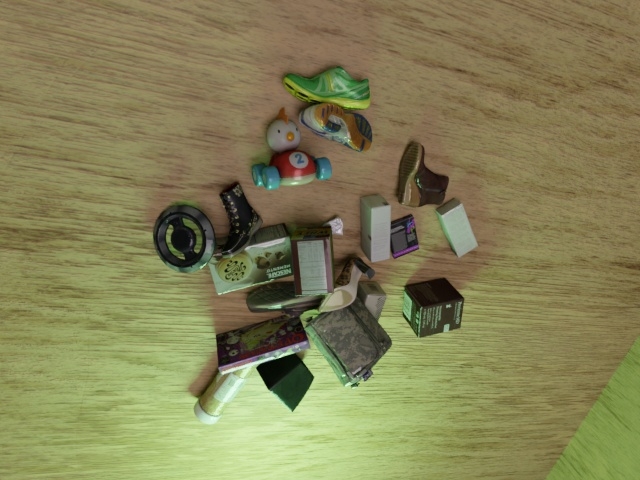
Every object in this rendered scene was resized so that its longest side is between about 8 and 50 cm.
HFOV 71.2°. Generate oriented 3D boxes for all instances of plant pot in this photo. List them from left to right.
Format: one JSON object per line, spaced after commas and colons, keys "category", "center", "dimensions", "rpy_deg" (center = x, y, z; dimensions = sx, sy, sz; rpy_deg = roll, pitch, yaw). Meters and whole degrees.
{"category": "plant pot", "center": [-0.141, 0.566, 1.889], "dimensions": [0.167, 0.187, 0.188], "rpy_deg": [-42, 122, -8]}

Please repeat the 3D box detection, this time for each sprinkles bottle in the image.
{"category": "sprinkles bottle", "center": [-0.386, 0.594, 1.852], "dimensions": [0.121, 0.121, 0.356], "rpy_deg": [29, 105, -28]}

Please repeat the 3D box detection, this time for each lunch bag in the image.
{"category": "lunch bag", "center": [0.096, 0.388, 1.727], "dimensions": [0.212, 0.305, 0.256], "rpy_deg": [-45, 167, 34]}

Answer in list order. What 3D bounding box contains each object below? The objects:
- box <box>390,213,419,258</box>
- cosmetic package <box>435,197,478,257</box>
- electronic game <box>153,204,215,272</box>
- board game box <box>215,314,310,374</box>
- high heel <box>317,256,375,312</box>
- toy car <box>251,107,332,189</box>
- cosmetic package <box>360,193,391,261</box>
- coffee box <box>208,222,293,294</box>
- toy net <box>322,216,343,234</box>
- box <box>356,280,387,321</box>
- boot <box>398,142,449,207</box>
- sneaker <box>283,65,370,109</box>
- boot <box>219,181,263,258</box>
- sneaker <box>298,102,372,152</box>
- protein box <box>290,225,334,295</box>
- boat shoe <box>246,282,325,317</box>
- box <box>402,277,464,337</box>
{"category": "box", "center": [0.332, -0.015, 1.807], "dimensions": [0.115, 0.029, 0.162], "rpy_deg": [-21, 122, -7]}
{"category": "cosmetic package", "center": [0.561, -0.050, 1.840], "dimensions": [0.098, 0.060, 0.239], "rpy_deg": [-30, 122, 2]}
{"category": "electronic game", "center": [-0.458, -0.005, 1.501], "dimensions": [0.229, 0.048, 0.230], "rpy_deg": [2, 98, 13]}
{"category": "board game box", "center": [-0.229, 0.394, 1.745], "dimensions": [0.346, 0.208, 0.056], "rpy_deg": [-15, 121, -10]}
{"category": "high heel", "center": [0.076, 0.169, 1.717], "dimensions": [0.261, 0.186, 0.093], "rpy_deg": [-38, 111, -5]}
{"category": "toy car", "center": [-0.106, -0.302, 1.433], "dimensions": [0.219, 0.210, 0.238], "rpy_deg": [-14, 108, -22]}
{"category": "cosmetic package", "center": [0.208, -0.046, 1.701], "dimensions": [0.085, 0.117, 0.231], "rpy_deg": [-12, 119, -12]}
{"category": "coffee box", "center": [-0.248, 0.063, 1.615], "dimensions": [0.296, 0.119, 0.168], "rpy_deg": [-13, 119, -10]}
{"category": "toy net", "center": [0.000, 0.000, 1.708], "dimensions": [0.122, 0.045, 0.232], "rpy_deg": [32, 103, -3]}
{"category": "box", "center": [0.184, 0.315, 1.888], "dimensions": [0.094, 0.113, 0.275], "rpy_deg": [4, 117, -21]}
{"category": "boot", "center": [0.400, -0.245, 1.692], "dimensions": [0.206, 0.090, 0.249], "rpy_deg": [-5, 118, -28]}
{"category": "sneaker", "center": [0.022, -0.494, 1.429], "dimensions": [0.295, 0.109, 0.124], "rpy_deg": [4, 97, -20]}
{"category": "boot", "center": [-0.293, -0.069, 1.488], "dimensions": [0.085, 0.236, 0.179], "rpy_deg": [-9, 122, 28]}
{"category": "sneaker", "center": [0.055, -0.381, 1.495], "dimensions": [0.296, 0.130, 0.112], "rpy_deg": [19, 84, -46]}
{"category": "protein box", "center": [-0.023, 0.068, 1.598], "dimensions": [0.135, 0.200, 0.202], "rpy_deg": [-4, 102, 4]}
{"category": "boat shoe", "center": [-0.109, 0.242, 1.747], "dimensions": [0.354, 0.132, 0.130], "rpy_deg": [-8, 121, -13]}
{"category": "box", "center": [0.482, 0.288, 1.931], "dimensions": [0.203, 0.167, 0.169], "rpy_deg": [-10, 119, -12]}
